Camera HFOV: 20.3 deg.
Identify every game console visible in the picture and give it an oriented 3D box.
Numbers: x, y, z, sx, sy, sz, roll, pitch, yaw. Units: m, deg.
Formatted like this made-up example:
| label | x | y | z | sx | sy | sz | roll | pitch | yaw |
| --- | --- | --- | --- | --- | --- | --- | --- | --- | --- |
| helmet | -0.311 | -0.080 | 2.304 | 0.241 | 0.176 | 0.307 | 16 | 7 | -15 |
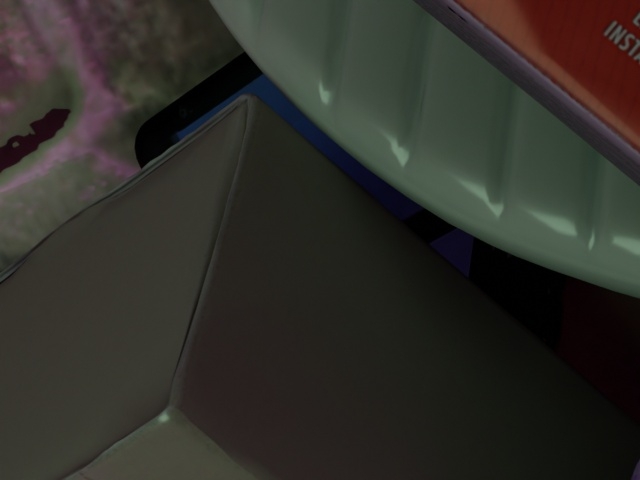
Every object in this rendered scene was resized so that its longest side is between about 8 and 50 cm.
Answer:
| label | x | y | z | sx | sy | sz | roll | pitch | yaw |
| --- | --- | --- | --- | --- | --- | --- | --- | --- | --- |
| game console | 0.000 | 0.000 | 0.567 | 0.085 | 0.124 | 0.144 | 39 | 130 | -25 |

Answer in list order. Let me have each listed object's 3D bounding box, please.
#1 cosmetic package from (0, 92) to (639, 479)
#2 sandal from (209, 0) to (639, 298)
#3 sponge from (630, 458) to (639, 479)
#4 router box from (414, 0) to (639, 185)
| label | x | y | z | sx | sy | sz | roll | pitch | yaw |
| --- | --- | --- | --- | --- | --- | --- | --- | --- | --- |
| cosmetic package | 0.030 | 0.120 | 0.511 | 0.309 | 0.113 | 0.160 | 38 | 129 | -25 |
| sandal | 0.145 | -0.029 | 0.455 | 0.416 | 0.169 | 0.102 | 25 | 162 | 17 |
| sponge | 0.156 | 0.103 | 0.421 | 0.210 | 0.031 | 0.117 | 15 | 111 | -20 |
| router box | 0.200 | -0.088 | 0.320 | 0.335 | 0.082 | 0.301 | 39 | 94 | 3 |
